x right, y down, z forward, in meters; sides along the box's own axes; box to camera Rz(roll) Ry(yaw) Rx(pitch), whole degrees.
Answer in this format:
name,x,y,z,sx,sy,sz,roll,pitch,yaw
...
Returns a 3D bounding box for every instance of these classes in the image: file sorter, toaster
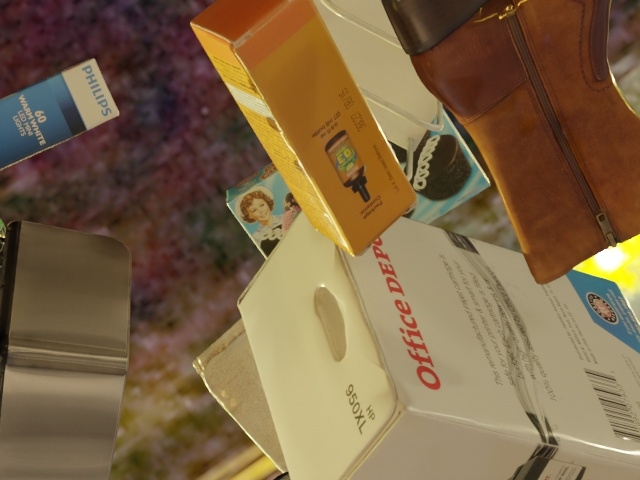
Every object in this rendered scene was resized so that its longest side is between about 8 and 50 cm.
name,x,y,z,sx,sy,sz,roll,pitch,yaw
file sorter,0.080,-0.230,1.697,0.277,0.193,0.173,-61,-173,20
toaster,-0.215,0.101,1.295,0.110,0.185,0.168,6,127,-10

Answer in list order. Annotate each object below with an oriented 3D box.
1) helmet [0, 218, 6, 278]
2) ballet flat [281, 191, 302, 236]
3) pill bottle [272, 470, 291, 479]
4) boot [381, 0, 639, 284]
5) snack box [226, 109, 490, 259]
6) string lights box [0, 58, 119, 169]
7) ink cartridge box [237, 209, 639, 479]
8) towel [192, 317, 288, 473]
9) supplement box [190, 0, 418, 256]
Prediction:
name,x,y,z,sx,sy,sz,roll,pitch,yaw
helmet,-0.474,0.015,2.065,0.169,0.169,0.161,-39,178,20
ballet flat,0.000,0.000,1.756,0.079,0.077,0.221,-63,163,-1
pill bottle,0.005,0.292,1.659,0.123,0.123,0.219,-30,-174,-32
boot,0.220,-0.129,1.221,0.264,0.280,0.096,-32,-159,4
snack box,0.051,-0.073,2.267,0.322,0.187,0.060,-32,-159,9
string lights box,-0.375,-0.128,1.922,0.260,0.076,0.133,-26,-170,-10
ink cartridge box,0.147,0.142,1.539,0.395,0.285,0.166,17,124,-32
towel,-0.021,0.211,2.200,0.187,0.282,0.049,-43,-177,-11
supplement box,-0.009,-0.098,1.294,0.078,0.233,0.080,-42,-144,-15
